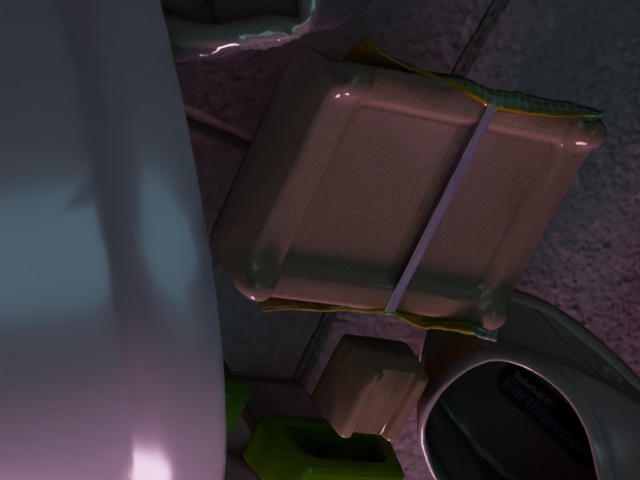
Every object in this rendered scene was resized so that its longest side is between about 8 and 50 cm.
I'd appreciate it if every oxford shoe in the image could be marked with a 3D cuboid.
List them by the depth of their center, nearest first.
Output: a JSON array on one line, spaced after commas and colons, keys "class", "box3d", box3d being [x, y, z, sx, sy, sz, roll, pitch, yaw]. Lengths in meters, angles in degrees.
[{"class": "oxford shoe", "box3d": [0.236, 0.201, 1.083, 0.449, 0.130, 0.169, 37, 118, 10]}]

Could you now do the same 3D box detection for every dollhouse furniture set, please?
[{"class": "dollhouse furniture set", "box3d": [0.000, 0.000, 1.015, 0.197, 0.151, 0.301, 9, 119, -34]}]

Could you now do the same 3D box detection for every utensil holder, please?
[{"class": "utensil holder", "box3d": [-0.267, 0.003, 0.779, 0.385, 0.327, 0.328, -11, 113, -12]}]

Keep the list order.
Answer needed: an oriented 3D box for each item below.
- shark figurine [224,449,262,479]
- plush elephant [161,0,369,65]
[{"class": "shark figurine", "box3d": [-0.096, 0.168, 1.087, 0.278, 0.116, 0.166, 24, 98, -28]}, {"class": "plush elephant", "box3d": [-0.001, -0.229, 0.919, 0.255, 0.272, 0.330, -34, 86, 33]}]
